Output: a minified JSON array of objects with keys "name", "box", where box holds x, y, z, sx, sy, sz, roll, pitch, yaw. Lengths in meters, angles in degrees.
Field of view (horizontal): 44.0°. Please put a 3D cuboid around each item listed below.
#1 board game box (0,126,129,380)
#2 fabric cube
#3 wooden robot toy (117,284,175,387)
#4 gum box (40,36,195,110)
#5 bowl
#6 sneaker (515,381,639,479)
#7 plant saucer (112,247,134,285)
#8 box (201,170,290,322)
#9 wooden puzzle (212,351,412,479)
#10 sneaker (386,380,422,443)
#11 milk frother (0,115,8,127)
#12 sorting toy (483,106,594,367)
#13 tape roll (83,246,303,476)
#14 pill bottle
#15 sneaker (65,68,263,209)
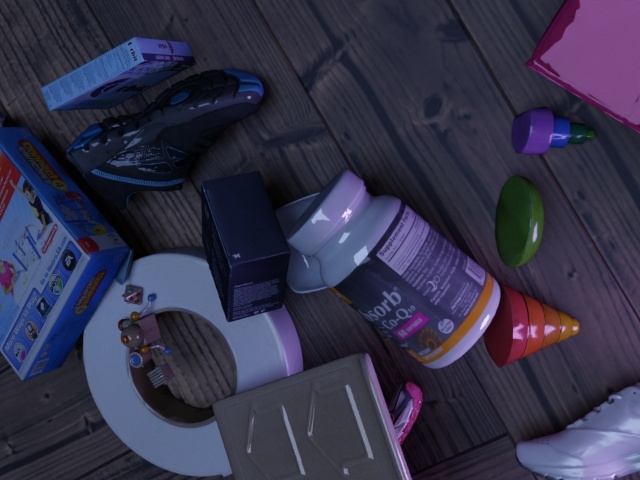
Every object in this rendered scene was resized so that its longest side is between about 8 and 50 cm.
[{"name":"board game box","box":[-0.499,0.022,1.341,0.302,0.086,0.308,47,120,18]},{"name":"fabric cube","box":[0.427,-0.249,0.919,0.259,0.254,0.258,34,109,10]},{"name":"wooden robot toy","box":[-0.299,0.160,1.274,0.076,0.079,0.174,-15,94,21]},{"name":"gum box","box":[-0.311,-0.256,1.233,0.184,0.157,0.041,-20,92,22]},{"name":"bowl","box":[0.000,0.000,1.227,0.141,0.053,0.142,-20,92,22]},{"name":"sneaker","box":[0.421,0.269,1.116,0.296,0.111,0.130,-13,80,18]},{"name":"plant saucer","box":[-0.383,0.002,1.323,0.192,0.018,0.067,30,113,27]},{"name":"box","box":[-0.115,0.010,1.179,0.093,0.158,0.156,-13,58,-16]},{"name":"wooden puzzle","box":[0.008,0.352,1.160,0.347,0.080,0.322,-26,79,39]},{"name":"sneaker","box":[0.041,0.319,1.238,0.112,0.121,0.299,47,112,8]},{"name":"milk frother","box":[-0.619,-0.208,1.391,0.134,0.129,0.143,8,72,-17]},{"name":"sorting toy","box":[0.318,0.001,1.104,0.126,0.127,0.366,3,102,-8]},{"name":"tape roll","box":[-0.219,0.206,1.336,0.391,0.072,0.393,3,101,19]},{"name":"pill bottle","box":[0.100,0.037,1.105,0.278,0.162,0.162,39,111,-7]},{"name":"sneaker","box":[-0.229,-0.162,1.263,0.340,0.125,0.140,-19,121,19]}]
